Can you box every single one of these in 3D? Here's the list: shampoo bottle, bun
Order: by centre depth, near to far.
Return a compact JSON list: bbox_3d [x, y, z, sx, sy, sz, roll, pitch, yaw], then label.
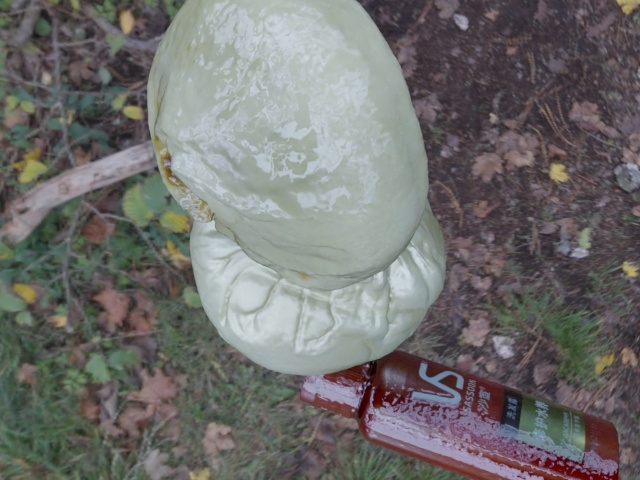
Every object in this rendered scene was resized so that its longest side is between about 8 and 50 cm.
[{"bbox_3d":[-0.038,-0.055,0.469,0.222,0.127,0.222,46,149,38],"label":"bun"},{"bbox_3d":[0.000,0.000,0.666,0.229,0.145,0.230,3,74,-11],"label":"bun"},{"bbox_3d":[0.137,0.180,0.789,0.314,0.118,0.076,19,128,8],"label":"shampoo bottle"}]
